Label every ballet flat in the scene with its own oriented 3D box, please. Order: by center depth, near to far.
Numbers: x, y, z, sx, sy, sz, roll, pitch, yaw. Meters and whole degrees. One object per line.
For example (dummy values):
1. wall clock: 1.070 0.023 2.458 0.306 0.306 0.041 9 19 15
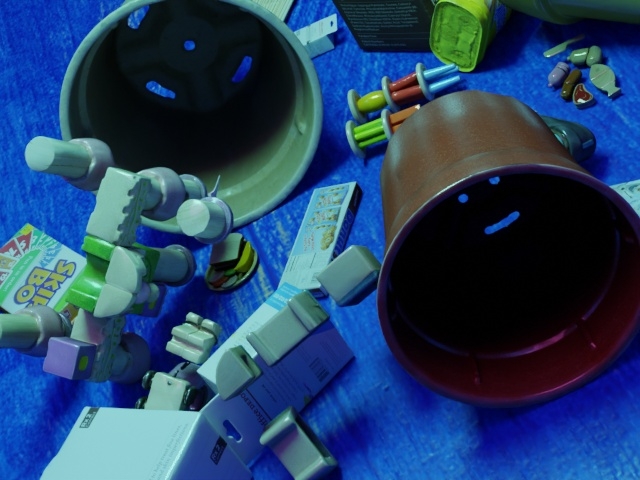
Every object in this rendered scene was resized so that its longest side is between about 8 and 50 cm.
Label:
1. ballet flat: 0.249 -0.123 1.790 0.074 0.074 0.203 -46 31 -16

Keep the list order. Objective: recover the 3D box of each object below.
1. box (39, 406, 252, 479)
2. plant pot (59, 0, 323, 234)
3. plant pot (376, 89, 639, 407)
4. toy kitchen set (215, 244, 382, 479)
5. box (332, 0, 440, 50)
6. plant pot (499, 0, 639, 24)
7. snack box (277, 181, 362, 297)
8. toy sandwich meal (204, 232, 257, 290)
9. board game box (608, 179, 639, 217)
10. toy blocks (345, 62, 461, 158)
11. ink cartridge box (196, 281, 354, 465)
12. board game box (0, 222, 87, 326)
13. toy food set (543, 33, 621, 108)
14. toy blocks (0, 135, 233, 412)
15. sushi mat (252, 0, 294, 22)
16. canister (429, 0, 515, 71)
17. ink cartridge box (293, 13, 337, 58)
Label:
1. box: -0.202 0.285 1.623 0.182 0.119 0.181 -2 47 37
2. plant pot: -0.175 -0.223 2.051 0.333 0.334 0.305 -28 26 8
3. plant pot: 0.177 -0.014 1.570 0.272 0.272 0.265 -27 28 10
4. toy kitchen set: 0.015 0.133 1.596 0.207 0.166 0.122 -40 -6 6
5. box: 0.112 -0.386 2.074 0.167 0.203 0.168 8 54 43
6. plant pot: 0.364 -0.367 1.841 0.239 0.254 0.254 28 67 34
7. snack box: 0.000 0.000 1.873 0.064 0.022 0.178 -10 43 31
8. toy sandwich meal: -0.117 0.027 1.928 0.085 0.029 0.086 -21 38 18
9. board game box: 0.345 -0.030 1.636 0.090 0.020 0.090 -13 41 28
10. toy blocks: 0.110 -0.174 1.959 0.148 0.054 0.123 -20 38 19
11. ink cartridge box: -0.062 0.148 1.680 0.181 0.104 0.061 -45 36 -15
12. board game box: -0.386 0.061 2.102 0.124 0.039 0.259 -46 40 -15
13. toy food set: 0.317 -0.199 1.857 0.078 0.019 0.122 -26 44 12
14. toy blocks: -0.204 0.051 1.836 0.309 0.260 0.289 19 93 22
15. sushi mat: -0.085 -0.409 2.414 0.151 0.019 0.316 -8 43 31
16. canister: 0.219 -0.321 1.985 0.073 0.126 0.170 30 63 15
17. ink cartridge box: -0.008 -0.292 2.209 0.083 0.028 0.048 -22 38 17
